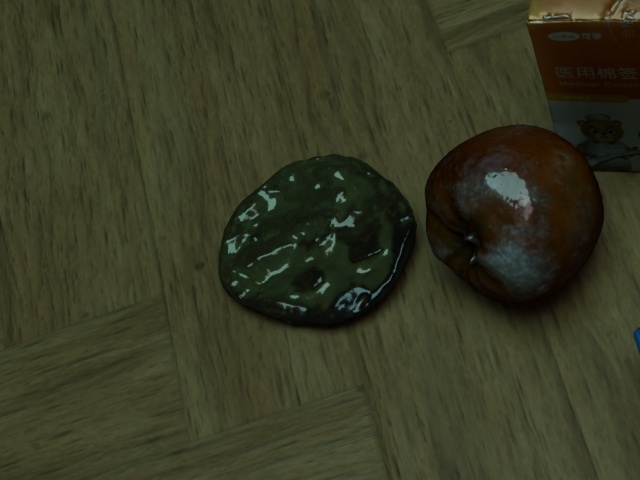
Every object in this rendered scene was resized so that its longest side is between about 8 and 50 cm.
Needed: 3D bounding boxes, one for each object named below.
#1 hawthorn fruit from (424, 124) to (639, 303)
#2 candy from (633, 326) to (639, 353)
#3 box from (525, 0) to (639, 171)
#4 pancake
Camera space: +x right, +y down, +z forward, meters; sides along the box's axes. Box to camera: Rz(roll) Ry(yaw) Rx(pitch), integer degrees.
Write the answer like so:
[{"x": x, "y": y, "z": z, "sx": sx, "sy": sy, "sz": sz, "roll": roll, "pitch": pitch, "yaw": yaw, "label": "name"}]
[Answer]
[{"x": 0.255, "y": -0.040, "z": 2.060, "sx": 0.235, "sy": 0.231, "sz": 0.263, "roll": 30, "pitch": 31, "yaw": 10, "label": "hawthorn fruit"}, {"x": 0.497, "y": 0.227, "z": 1.873, "sx": 0.157, "sy": 0.100, "sz": 0.306, "roll": -19, "pitch": 55, "yaw": 8, "label": "candy"}, {"x": 0.410, "y": -0.239, "z": 2.050, "sx": 0.225, "sy": 0.341, "sz": 0.143, "roll": 3, "pitch": 59, "yaw": 20, "label": "box"}, {"x": 0.000, "y": 0.000, "z": 2.216, "sx": 0.294, "sy": 0.049, "sz": 0.294, "roll": -11, "pitch": 55, "yaw": 16, "label": "pancake"}]
